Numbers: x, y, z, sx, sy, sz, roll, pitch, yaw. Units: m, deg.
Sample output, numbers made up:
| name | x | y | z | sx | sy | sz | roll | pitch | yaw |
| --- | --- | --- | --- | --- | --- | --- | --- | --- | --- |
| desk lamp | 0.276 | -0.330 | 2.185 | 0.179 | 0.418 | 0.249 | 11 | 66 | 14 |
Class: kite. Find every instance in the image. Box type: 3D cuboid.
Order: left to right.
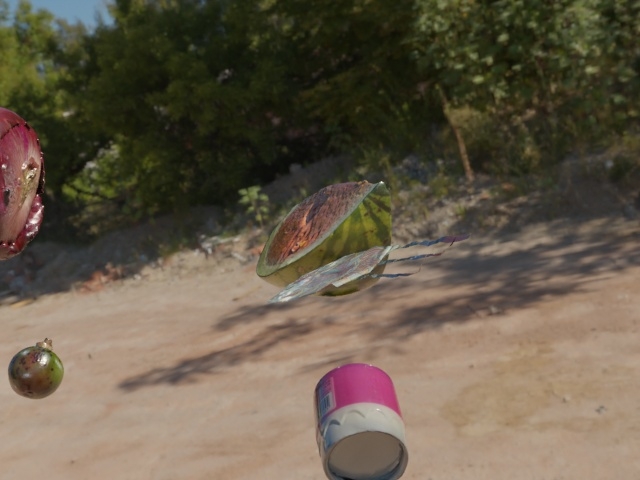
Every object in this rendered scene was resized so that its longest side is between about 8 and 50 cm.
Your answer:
| name | x | y | z | sx | sy | sz | roll | pitch | yaw |
| --- | --- | --- | --- | --- | --- | --- | --- | --- | --- |
| kite | 0.045 | 0.026 | 0.747 | 0.127 | 0.016 | 0.229 | -33 | 10 | -34 |

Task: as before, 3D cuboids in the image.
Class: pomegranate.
| name | x | y | z | sx | sy | sz | roll | pitch | yaw |
| --- | --- | --- | --- | --- | --- | --- | --- | --- | --- |
| pomegranate | -0.633 | 0.288 | 1.711 | 0.130 | 0.130 | 0.130 | -14 | 9 | 2 |

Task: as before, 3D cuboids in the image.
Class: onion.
| name | x | y | z | sx | sy | sz | roll | pitch | yaw |
| --- | --- | --- | --- | --- | --- | --- | --- | --- | --- |
| onion | -0.527 | -0.088 | 1.222 | 0.161 | 0.248 | 0.248 | -6 | 7 | -13 |

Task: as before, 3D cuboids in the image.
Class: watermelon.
| name | x | y | z | sx | sy | sz | roll | pitch | yaw |
| --- | --- | --- | --- | --- | --- | --- | --- | --- | --- |
| watermelon | 0.015 | 0.023 | 1.076 | 0.159 | 0.128 | 0.303 | -56 | 16 | -16 |

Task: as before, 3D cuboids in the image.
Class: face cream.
| name | x | y | z | sx | sy | sz | roll | pitch | yaw |
| --- | --- | --- | --- | --- | --- | --- | --- | --- | --- |
| face cream | 0.077 | 0.366 | 1.518 | 0.175 | 0.175 | 0.195 | -14 | 32 | 4 |
